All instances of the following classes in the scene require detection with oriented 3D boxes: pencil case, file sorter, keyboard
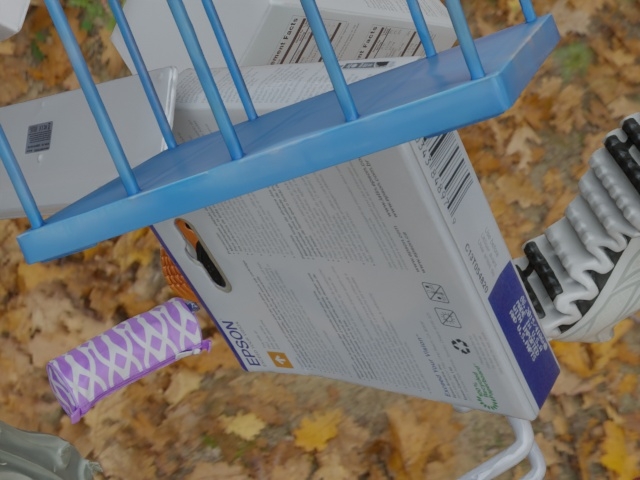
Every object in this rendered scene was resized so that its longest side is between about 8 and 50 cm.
[{"bbox_3d":[-0.242,0.150,1.438,0.206,0.086,0.088,-27,64,-24],"label":"pencil case"},{"bbox_3d":[-0.023,-0.078,0.386,0.105,0.170,0.118,68,24,-11],"label":"file sorter"},{"bbox_3d":[-0.163,-0.050,0.661,0.014,0.256,0.072,19,75,-41],"label":"keyboard"}]

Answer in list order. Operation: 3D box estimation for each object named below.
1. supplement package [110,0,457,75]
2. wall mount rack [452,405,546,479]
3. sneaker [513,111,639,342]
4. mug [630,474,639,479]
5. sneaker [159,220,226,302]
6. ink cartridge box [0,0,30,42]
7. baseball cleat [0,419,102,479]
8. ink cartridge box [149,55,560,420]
[{"bbox_3d":[-0.038,-0.218,1.195,0.262,0.198,0.199,-3,48,-42],"label":"supplement package"},{"bbox_3d":[0.014,0.196,0.835,0.304,0.350,0.131,-30,69,3],"label":"wall mount rack"},{"bbox_3d":[0.280,-0.013,0.998,0.118,0.292,0.110,16,40,-26],"label":"sneaker"},{"bbox_3d":[0.332,0.280,1.066,0.113,0.169,0.150,13,92,-33],"label":"mug"},{"bbox_3d":[-0.154,-0.064,1.336,0.099,0.263,0.121,-1,27,16],"label":"sneaker"},{"bbox_3d":[-0.430,-0.307,1.186,0.198,0.270,0.197,25,68,-34],"label":"ink cartridge box"},{"bbox_3d":[-0.234,0.162,0.789,0.109,0.206,0.072,-8,57,17],"label":"baseball cleat"},{"bbox_3d":[0.000,0.000,0.642,0.045,0.224,0.223,-54,131,-33],"label":"ink cartridge box"}]
